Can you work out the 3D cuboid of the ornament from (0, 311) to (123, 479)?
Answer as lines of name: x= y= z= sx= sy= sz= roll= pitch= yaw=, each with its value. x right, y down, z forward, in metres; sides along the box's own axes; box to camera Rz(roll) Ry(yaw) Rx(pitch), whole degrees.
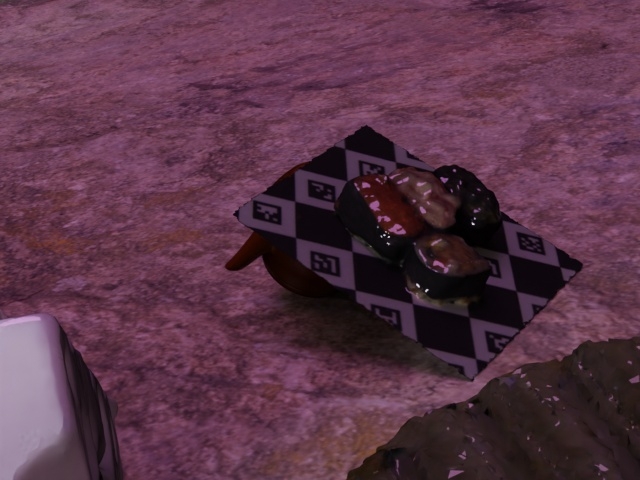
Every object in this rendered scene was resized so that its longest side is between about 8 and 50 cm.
ornament: x=-0.178 y=0.180 z=0.510 sx=0.239 sy=0.240 sz=0.239 roll=-10 pitch=-12 yaw=-7

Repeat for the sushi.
sushi: x=0.083 y=-0.017 z=1.144 sx=0.231 sy=0.047 sz=0.219 roll=34 pitch=37 yaw=16

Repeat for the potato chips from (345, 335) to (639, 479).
potato chips: x=0.169 y=0.156 z=0.646 sx=0.358 sy=0.070 sz=0.429 roll=-33 pitch=28 yaw=-2

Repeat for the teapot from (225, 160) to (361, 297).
teapot: x=0.000 y=0.000 z=1.216 sx=0.173 sy=0.116 sz=0.116 roll=-6 pitch=16 yaw=-35

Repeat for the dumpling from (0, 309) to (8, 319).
dumpling: x=-0.282 y=0.074 z=1.073 sx=0.100 sy=0.134 sz=0.169 roll=-23 pitch=23 yaw=-31
